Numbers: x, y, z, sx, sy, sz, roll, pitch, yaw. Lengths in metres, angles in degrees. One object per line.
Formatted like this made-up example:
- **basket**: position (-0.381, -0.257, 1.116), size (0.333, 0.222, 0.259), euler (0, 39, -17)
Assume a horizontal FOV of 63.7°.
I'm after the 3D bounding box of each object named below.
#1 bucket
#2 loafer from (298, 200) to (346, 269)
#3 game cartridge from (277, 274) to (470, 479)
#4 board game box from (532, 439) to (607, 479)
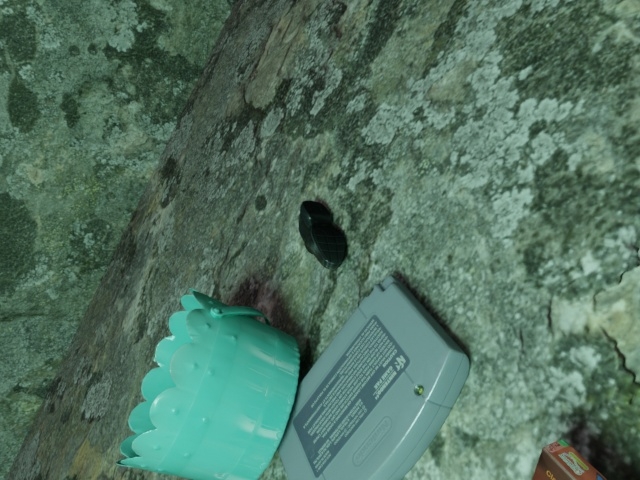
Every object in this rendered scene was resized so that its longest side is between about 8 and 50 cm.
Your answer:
- **bucket**: position (-0.165, 0.225, 0.780), size (0.281, 0.183, 0.281), euler (-55, 20, 31)
- **loafer**: position (0.000, 0.000, 0.887), size (0.170, 0.062, 0.061), euler (-110, 33, -52)
- **game cartridge**: position (0.055, 0.211, 0.663), size (0.294, 0.060, 0.196), euler (-55, 31, 13)
- **board game box**: position (0.237, 0.282, 0.324), size (0.281, 0.027, 0.145), euler (-134, 42, -55)
